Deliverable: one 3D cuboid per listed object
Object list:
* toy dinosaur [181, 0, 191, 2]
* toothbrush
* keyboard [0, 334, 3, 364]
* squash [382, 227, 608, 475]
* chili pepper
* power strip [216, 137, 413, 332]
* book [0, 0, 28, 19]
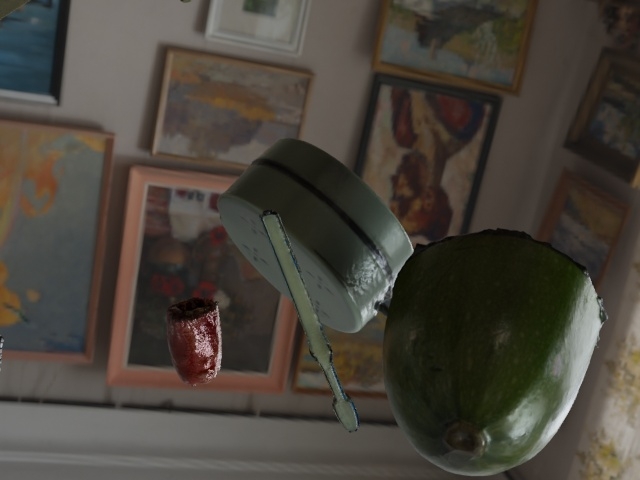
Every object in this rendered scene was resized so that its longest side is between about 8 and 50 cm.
[{"bbox_3d":[-0.093,-0.443,1.231,0.072,0.200,0.251,32,-136,-46],"label":"toy dinosaur"},{"bbox_3d":[-0.009,0.094,1.003,0.026,0.294,0.028,-20,-154,2],"label":"toothbrush"},{"bbox_3d":[-0.481,0.146,1.263,0.018,0.060,0.195,6,165,3],"label":"keyboard"},{"bbox_3d":[0.214,0.192,1.217,0.310,0.310,0.309,15,-137,9],"label":"squash"},{"bbox_3d":[-0.172,0.140,1.243,0.070,0.123,0.073,5,-153,14],"label":"chili pepper"},{"bbox_3d":[0.000,0.000,1.580,0.357,0.357,0.161,28,-113,40],"label":"power strip"},{"bbox_3d":[-0.503,-0.449,1.342,0.161,0.231,0.026,-35,-146,-6],"label":"book"}]
